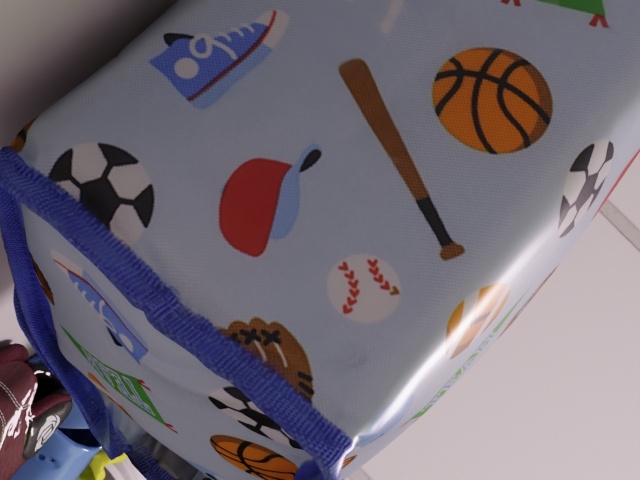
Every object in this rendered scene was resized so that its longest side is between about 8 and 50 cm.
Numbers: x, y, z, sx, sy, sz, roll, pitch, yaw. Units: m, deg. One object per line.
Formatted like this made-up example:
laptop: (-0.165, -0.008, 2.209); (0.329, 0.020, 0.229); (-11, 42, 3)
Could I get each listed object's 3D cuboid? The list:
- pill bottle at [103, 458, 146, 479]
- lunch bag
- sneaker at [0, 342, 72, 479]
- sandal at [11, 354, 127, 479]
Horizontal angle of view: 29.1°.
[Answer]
pill bottle: (-0.302, 0.313, 1.329); (0.161, 0.161, 0.283); (-47, 175, 24)
lunch bag: (0.003, -0.014, 0.696); (0.328, 0.239, 0.385); (-45, 168, -19)
sneaker: (-0.250, 0.170, 0.910); (0.162, 0.106, 0.281); (-45, 176, -34)
sandal: (-0.214, 0.142, 1.026); (0.317, 0.126, 0.138); (-36, 135, 0)
